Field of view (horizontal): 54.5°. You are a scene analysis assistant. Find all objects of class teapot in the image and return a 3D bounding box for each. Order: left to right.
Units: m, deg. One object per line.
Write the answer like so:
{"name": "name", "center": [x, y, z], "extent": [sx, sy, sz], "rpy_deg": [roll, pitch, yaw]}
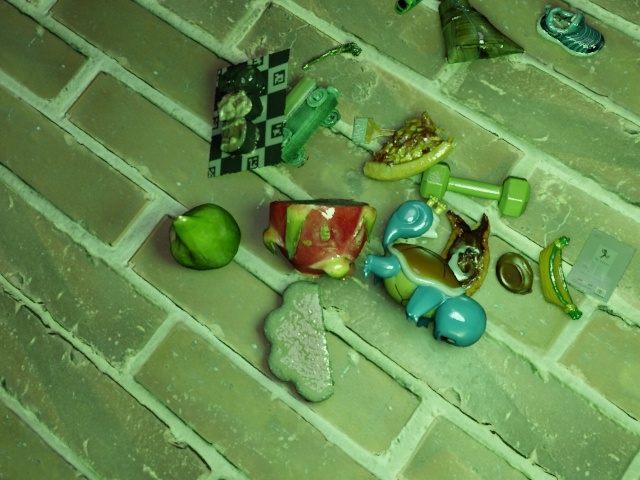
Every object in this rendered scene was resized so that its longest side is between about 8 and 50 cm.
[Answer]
{"name": "teapot", "center": [0.544, 0.092, 1.723], "extent": [0.098, 0.078, 0.129], "rpy_deg": [-31, 82, 40]}

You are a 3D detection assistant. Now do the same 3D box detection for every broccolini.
{"name": "broccolini", "center": [0.034, -0.582, 1.964], "extent": [0.194, 0.054, 0.052], "rpy_deg": [-20, 45, 8]}

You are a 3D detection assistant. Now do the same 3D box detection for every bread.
{"name": "bread", "center": [-0.062, 0.282, 1.727], "extent": [0.183, 0.102, 0.337], "rpy_deg": [-9, 78, 8]}
{"name": "bread", "center": [0.403, 0.042, 1.744], "extent": [0.140, 0.095, 0.268], "rpy_deg": [12, 64, 7]}

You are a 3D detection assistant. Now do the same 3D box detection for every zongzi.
{"name": "zongzi", "center": [0.488, -0.655, 1.893], "extent": [0.242, 0.112, 0.220], "rpy_deg": [-7, 75, -4]}

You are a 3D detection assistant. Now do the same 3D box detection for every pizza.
{"name": "pizza", "center": [0.255, -0.279, 1.794], "extent": [0.290, 0.081, 0.228], "rpy_deg": [-14, 46, 37]}

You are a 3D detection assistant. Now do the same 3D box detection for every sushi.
{"name": "sushi", "center": [-0.249, -0.393, 1.845], "extent": [0.296, 0.100, 0.372], "rpy_deg": [-5, 74, 34]}

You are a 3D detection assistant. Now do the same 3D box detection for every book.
{"name": "book", "center": [0.777, 0.069, 1.729], "extent": [0.127, 0.014, 0.181], "rpy_deg": [30, 81, 12]}

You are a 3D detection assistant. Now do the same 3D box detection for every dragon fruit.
{"name": "dragon fruit", "center": [0.000, 0.000, 1.698], "extent": [0.306, 0.305, 0.225], "rpy_deg": [4, 99, 7]}

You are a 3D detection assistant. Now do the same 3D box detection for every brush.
{"name": "brush", "center": [0.201, -0.327, 1.891], "extent": [0.205, 0.011, 0.083], "rpy_deg": [7, 78, 7]}

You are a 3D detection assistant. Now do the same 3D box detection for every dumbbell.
{"name": "dumbbell", "center": [0.438, -0.148, 1.770], "extent": [0.302, 0.121, 0.108], "rpy_deg": [12, 107, 8]}

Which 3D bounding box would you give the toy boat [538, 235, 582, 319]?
{"name": "toy boat", "center": [0.652, 0.103, 1.689], "extent": [0.088, 0.089, 0.229], "rpy_deg": [-13, 79, 42]}

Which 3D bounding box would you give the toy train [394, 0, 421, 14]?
{"name": "toy train", "center": [0.323, -0.798, 1.975], "extent": [0.209, 0.042, 0.044], "rpy_deg": [-39, 75, -4]}

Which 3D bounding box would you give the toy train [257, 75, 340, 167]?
{"name": "toy train", "center": [-0.073, -0.356, 1.888], "extent": [0.307, 0.126, 0.189], "rpy_deg": [-50, 46, -6]}

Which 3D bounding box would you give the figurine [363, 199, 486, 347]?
{"name": "figurine", "center": [0.251, 0.108, 1.635], "extent": [0.243, 0.298, 0.416], "rpy_deg": [-24, 71, 0]}

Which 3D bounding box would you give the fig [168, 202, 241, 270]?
{"name": "fig", "center": [-0.336, -0.019, 1.737], "extent": [0.206, 0.275, 0.206], "rpy_deg": [-1, 75, 5]}

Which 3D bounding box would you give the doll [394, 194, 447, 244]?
{"name": "doll", "center": [0.272, -0.037, 1.762], "extent": [0.129, 0.081, 0.207], "rpy_deg": [42, 98, 15]}

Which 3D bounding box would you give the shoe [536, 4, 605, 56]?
{"name": "shoe", "center": [0.751, -0.628, 1.857], "extent": [0.207, 0.106, 0.091], "rpy_deg": [30, 83, 7]}
